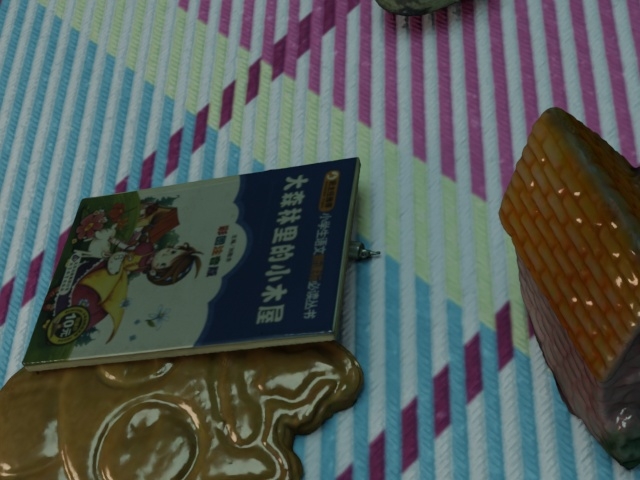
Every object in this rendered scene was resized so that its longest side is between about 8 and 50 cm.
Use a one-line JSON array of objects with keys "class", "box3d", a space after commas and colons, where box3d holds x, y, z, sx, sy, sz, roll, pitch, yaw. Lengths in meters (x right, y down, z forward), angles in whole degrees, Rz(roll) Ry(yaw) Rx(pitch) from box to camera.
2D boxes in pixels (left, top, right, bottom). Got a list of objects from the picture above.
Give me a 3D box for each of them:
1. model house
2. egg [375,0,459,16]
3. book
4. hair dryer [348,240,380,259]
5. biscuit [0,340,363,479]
[{"class": "model house", "box3d": [0.281, 0.017, 0.854, 0.237, 0.237, 0.202, -20, 51, 5]}, {"class": "egg", "box3d": [0.125, -0.328, 1.211, 0.141, 0.141, 0.181, 39, 94, 35]}, {"class": "book", "box3d": [-0.123, 0.020, 1.077, 0.322, 0.018, 0.228, -9, 46, 19]}, {"class": "hair dryer", "box3d": [0.000, 0.000, 1.093, 0.124, 0.038, 0.063, 7, 59, 16]}, {"class": "biscuit", "box3d": [-0.144, 0.159, 1.022, 0.376, 0.051, 0.269, -15, 55, 8]}]
